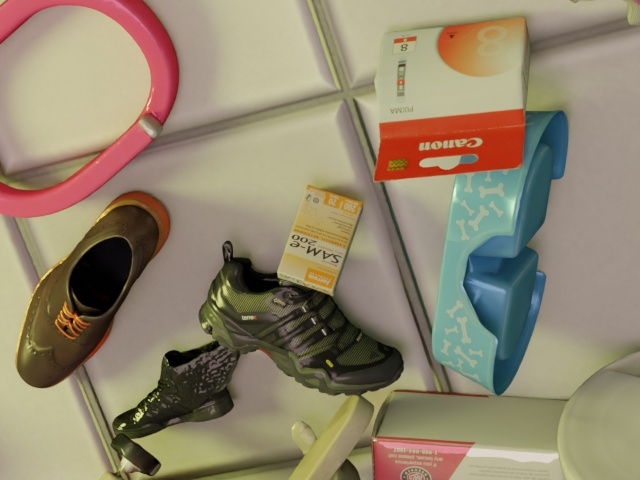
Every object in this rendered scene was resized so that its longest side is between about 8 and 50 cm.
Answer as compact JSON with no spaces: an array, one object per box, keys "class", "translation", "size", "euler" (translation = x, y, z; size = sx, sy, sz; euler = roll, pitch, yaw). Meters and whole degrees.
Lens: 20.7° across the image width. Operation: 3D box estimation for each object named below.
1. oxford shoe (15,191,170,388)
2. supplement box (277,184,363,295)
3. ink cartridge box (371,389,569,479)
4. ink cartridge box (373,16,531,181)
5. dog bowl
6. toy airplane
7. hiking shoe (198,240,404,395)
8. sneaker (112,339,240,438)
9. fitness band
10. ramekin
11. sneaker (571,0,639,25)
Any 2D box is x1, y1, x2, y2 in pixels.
[{"class":"oxford shoe","translation":[-0.263,0.066,1.884],"size":[0.097,0.098,0.271],"euler":[33,116,-3]},{"class":"supplement box","translation":[0.000,0.000,1.802],"size":[0.062,0.036,0.098],"euler":[18,79,4]},{"class":"ink cartridge box","translation":[0.166,0.315,1.887],"size":[0.207,0.117,0.283],"euler":[3,114,12]},{"class":"ink cartridge box","translation":[0.122,-0.136,1.663],"size":[0.145,0.179,0.045],"euler":[-5,132,15]},{"class":"dog bowl","translation":[0.174,0.007,1.730],"size":[0.074,0.166,0.297],"euler":[15,117,19]},{"class":"toy airplane","translation":[-0.095,0.371,1.824],"size":[0.386,0.384,0.272],"euler":[-29,124,30]},{"class":"hiking shoe","translation":[-0.014,0.082,1.842],"size":[0.227,0.086,0.114],"euler":[20,120,5]},{"class":"sneaker","translation":[-0.160,0.158,1.932],"size":[0.170,0.051,0.089],"euler":[-14,110,13]},{"class":"fitness band","translation":[-0.281,-0.147,1.820],"size":[0.291,0.054,0.209],"euler":[-37,101,23]},{"class":"ramekin","translation":[0.373,0.230,1.730],"size":[0.273,0.273,0.127],"euler":[-2,126,14]},{"class":"sneaker","translation":[0.235,-0.279,1.614],"size":[0.252,0.103,0.111],"euler":[31,115,-1]}]
